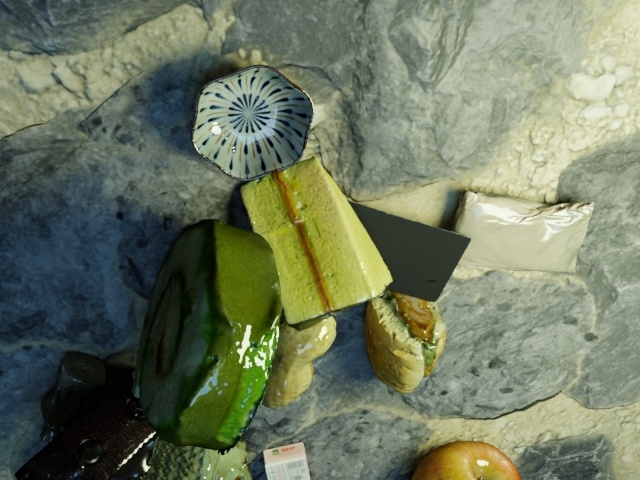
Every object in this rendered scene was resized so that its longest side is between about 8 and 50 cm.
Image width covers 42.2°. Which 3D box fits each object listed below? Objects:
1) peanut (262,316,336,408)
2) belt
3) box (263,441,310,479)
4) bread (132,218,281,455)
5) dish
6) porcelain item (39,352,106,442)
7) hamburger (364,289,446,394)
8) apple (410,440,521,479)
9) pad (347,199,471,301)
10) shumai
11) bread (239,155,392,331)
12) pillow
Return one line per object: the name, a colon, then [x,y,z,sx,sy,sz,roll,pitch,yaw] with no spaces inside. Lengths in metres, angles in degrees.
peanut: [-0.052,0.218,1.525,0.103,0.098,0.229,-17,142,-54]
belt: [-0.373,0.362,1.452,0.164,0.289,0.184,47,149,2]
box: [-0.067,0.486,1.735,0.089,0.043,0.125,-10,125,-5]
bread: [-0.190,0.154,1.287,0.129,0.366,0.382,16,136,-23]
dish: [-0.105,-0.187,1.254,0.190,0.066,0.191,-5,123,-8]
porcelain item: [-0.472,0.301,1.521,0.081,0.069,0.216,19,123,-28]
hamburger: [0.142,0.209,1.531,0.135,0.155,0.208,6,130,-10]
apple: [0.299,0.554,1.739,0.242,0.242,0.241,8,129,-16]
pad: [0.111,0.017,1.443,0.265,0.009,0.159,17,125,-10]
shumai: [-0.267,0.477,1.594,0.260,0.225,0.222,-21,138,11]
bread: [-0.002,-0.003,1.403,0.167,0.163,0.264,-19,93,17]
pillow: [0.357,-0.014,1.466,0.270,0.067,0.173,3,129,-13]
